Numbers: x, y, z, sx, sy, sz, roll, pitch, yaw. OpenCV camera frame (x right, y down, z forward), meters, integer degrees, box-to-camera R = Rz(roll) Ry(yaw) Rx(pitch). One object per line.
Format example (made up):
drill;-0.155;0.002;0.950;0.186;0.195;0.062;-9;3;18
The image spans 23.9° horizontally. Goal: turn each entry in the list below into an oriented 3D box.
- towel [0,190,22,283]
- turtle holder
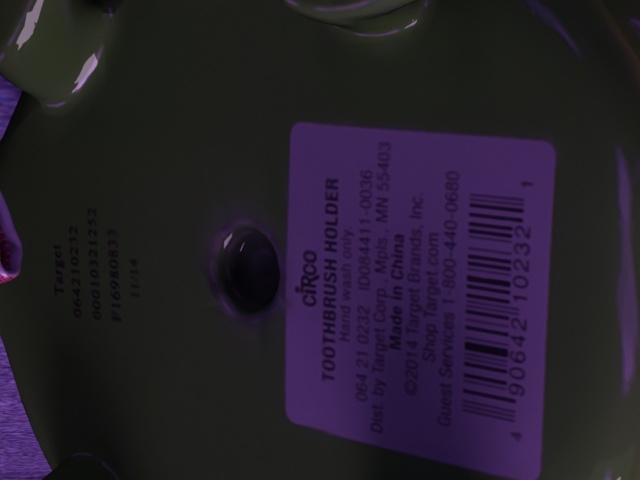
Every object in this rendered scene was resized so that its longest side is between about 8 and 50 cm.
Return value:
towel;-0.178;-0.031;0.505;0.197;0.144;0.029;-19;176;42
turtle holder;0.011;0.015;0.514;0.320;0.243;0.227;-31;165;39
